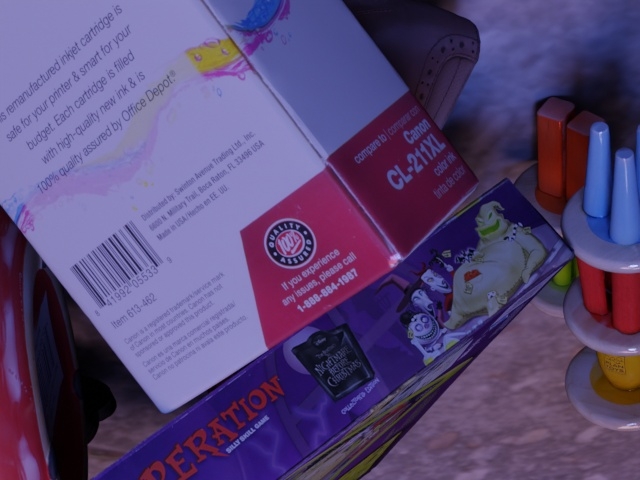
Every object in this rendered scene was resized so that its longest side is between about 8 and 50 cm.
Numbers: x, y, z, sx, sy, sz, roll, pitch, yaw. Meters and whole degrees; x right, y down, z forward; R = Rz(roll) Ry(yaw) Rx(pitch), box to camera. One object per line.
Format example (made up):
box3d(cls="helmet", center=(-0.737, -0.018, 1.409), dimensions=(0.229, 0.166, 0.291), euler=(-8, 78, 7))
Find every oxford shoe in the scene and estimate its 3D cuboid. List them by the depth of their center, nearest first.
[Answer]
box3d(cls="oxford shoe", center=(0.000, 0.000, 0.710), dimensions=(0.098, 0.097, 0.271), euler=(-2, 147, -14))

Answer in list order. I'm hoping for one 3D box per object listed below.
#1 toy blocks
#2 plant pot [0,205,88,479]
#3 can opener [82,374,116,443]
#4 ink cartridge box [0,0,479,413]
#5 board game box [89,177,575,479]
box3d(cls="toy blocks", center=(0.116, -0.011, 0.687), dimensions=(0.054, 0.123, 0.148), euler=(-14, 134, -4))
box3d(cls="plant pot", center=(-0.198, 0.079, 0.722), dimensions=(0.174, 0.191, 0.191), euler=(-8, 147, -1))
box3d(cls="can opener", center=(-0.204, 0.099, 0.867), dimensions=(0.186, 0.059, 0.073), euler=(-8, 147, 4))
box3d(cls="ink cartridge box", center=(-0.052, -0.048, 0.563), dimensions=(0.127, 0.072, 0.175), euler=(-34, 95, 38))
box3d(cls="board game box", center=(-0.024, 0.106, 0.749), dimensions=(0.208, 0.056, 0.347), euler=(-40, 171, -23))
